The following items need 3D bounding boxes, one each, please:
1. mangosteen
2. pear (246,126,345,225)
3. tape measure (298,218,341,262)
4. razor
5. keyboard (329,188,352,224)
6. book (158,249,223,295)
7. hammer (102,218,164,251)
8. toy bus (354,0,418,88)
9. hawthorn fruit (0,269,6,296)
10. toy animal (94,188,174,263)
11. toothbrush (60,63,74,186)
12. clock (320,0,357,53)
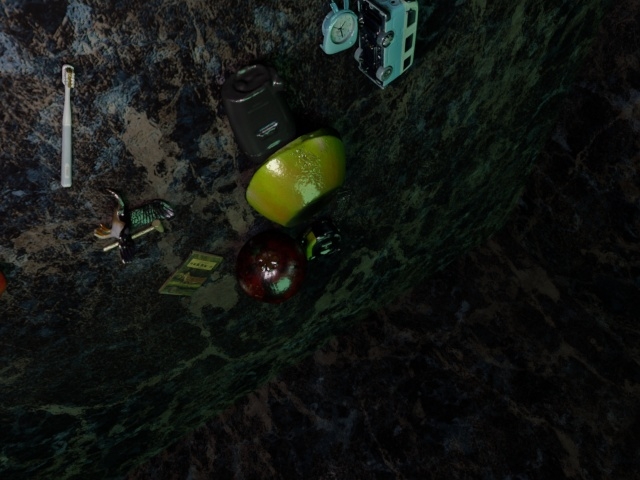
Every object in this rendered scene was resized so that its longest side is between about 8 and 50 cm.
[{"bbox_3d":[-0.194,0.108,1.924,0.311,0.311,0.311,-28,152,-16],"label":"mangosteen"},{"bbox_3d":[-0.053,-0.181,1.629,0.398,0.165,0.399,-34,170,-7],"label":"pear"},{"bbox_3d":[0.000,0.000,2.150,0.198,0.112,0.186,-24,147,-14],"label":"tape measure"},{"bbox_3d":[-0.169,-0.357,1.385,0.189,0.107,0.327,-33,158,-7],"label":"razor"},{"bbox_3d":[0.083,-0.133,2.138,0.072,0.023,0.231,-18,148,-27],"label":"keyboard"},{"bbox_3d":[-0.500,0.130,1.870,0.228,0.024,0.160,-46,149,18],"label":"book"},{"bbox_3d":[-0.596,-0.008,1.544,0.195,0.028,0.060,-26,158,-14],"label":"hammer"},{"bbox_3d":[0.198,-0.605,1.408,0.164,0.133,0.271,-36,156,-12],"label":"toy bus"},{"bbox_3d":[-0.922,0.113,1.224,0.162,0.163,0.203,-44,136,15],"label":"hawthorn fruit"},{"bbox_3d":[-0.578,-0.048,1.392,0.160,0.273,0.197,-27,119,20],"label":"toy animal"},{"bbox_3d":[-0.595,-0.256,1.138,0.025,0.030,0.342,-9,144,-35],"label":"toothbrush"},{"bbox_3d":[0.052,-0.598,1.340,0.108,0.045,0.147,-27,151,-19],"label":"clock"}]
